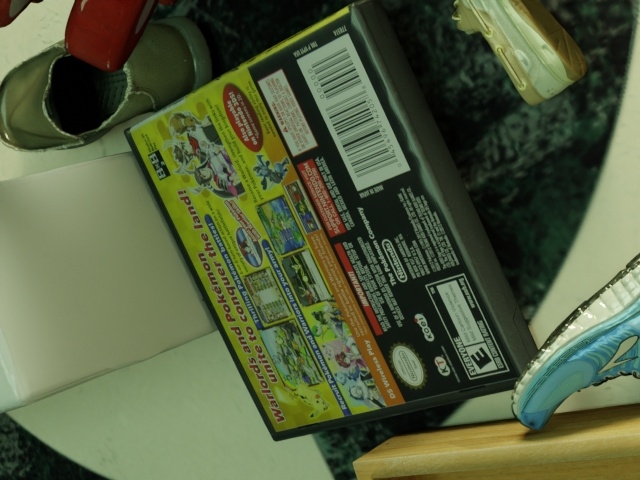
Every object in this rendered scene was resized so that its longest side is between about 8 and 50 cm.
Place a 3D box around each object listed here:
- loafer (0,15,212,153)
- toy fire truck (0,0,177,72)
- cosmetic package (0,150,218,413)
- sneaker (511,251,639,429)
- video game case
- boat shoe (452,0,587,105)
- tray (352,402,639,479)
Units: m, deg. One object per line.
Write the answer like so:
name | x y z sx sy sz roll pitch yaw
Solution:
loafer | -0.200 -0.126 0.922 0.251 0.087 0.094 -13 95 41
toy fire truck | -0.140 -0.268 0.705 0.169 0.302 0.254 25 122 -5
cosmetic package | -0.314 0.074 0.984 0.453 0.230 0.161 -20 90 40
sneaker | 0.181 0.068 0.681 0.073 0.063 0.162 47 118 7
video game case | 0.000 0.000 0.816 0.248 0.035 0.275 -21 97 41
boat shoe | 0.105 -0.142 0.695 0.045 0.050 0.135 -42 76 33
tray | 0.223 0.201 0.689 0.411 0.076 0.203 -16 93 40
